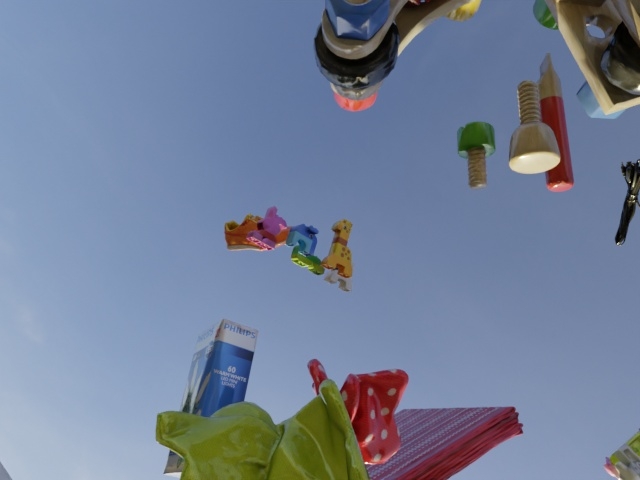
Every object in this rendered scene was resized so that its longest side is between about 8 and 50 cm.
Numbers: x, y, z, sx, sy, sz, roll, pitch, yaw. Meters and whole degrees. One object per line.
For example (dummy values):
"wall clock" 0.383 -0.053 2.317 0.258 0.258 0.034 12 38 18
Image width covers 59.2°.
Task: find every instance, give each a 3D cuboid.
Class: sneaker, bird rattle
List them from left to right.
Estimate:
"sneaker" -0.114 -0.017 1.052 0.175 0.064 0.067 -2 -79 29
"bird rattle" -0.019 0.191 0.419 0.143 0.253 0.207 6 -101 15

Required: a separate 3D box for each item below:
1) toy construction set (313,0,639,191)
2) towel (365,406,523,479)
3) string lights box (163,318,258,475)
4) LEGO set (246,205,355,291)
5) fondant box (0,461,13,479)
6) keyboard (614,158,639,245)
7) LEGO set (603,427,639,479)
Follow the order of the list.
"toy construction set" 0.143 -0.201 0.435 0.257 0.309 0.237 -7 -112 25
"towel" 0.102 0.266 0.714 0.031 0.199 0.275 67 -25 7
"string lights box" -0.193 0.286 1.007 0.133 0.076 0.260 -35 -141 51
"LEGO set" 0.000 0.000 0.974 0.087 0.227 0.093 -11 -125 51
"fondant box" -0.267 0.230 0.292 0.096 0.238 0.330 -119 -161 -53
"keyboard" 0.613 -0.037 0.972 0.201 0.033 0.317 13 -59 30
"LEGO set" 0.203 0.116 0.250 0.132 0.287 0.107 -47 -122 13
